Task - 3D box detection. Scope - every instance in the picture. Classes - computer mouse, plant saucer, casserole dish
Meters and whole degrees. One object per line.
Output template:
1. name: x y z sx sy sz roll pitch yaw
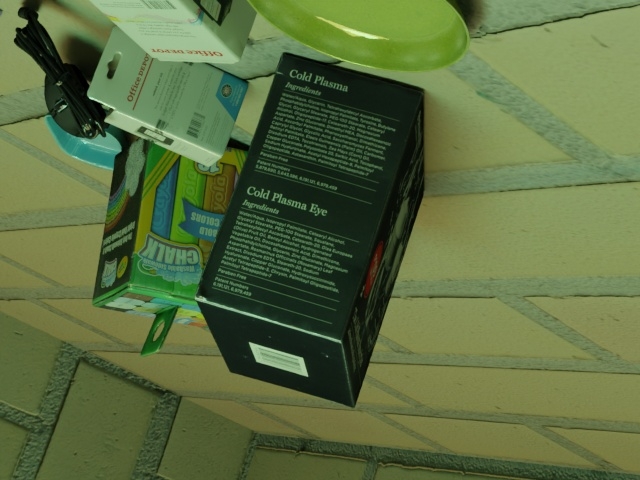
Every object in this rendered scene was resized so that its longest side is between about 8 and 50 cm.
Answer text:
1. computer mouse: -0.334 -0.203 1.897 0.184 0.060 0.262 59 178 -10
2. plant saucer: 0.037 -0.242 1.515 0.240 0.037 0.241 17 163 6
3. casserole dish: -0.329 -0.152 2.183 0.114 0.037 0.188 16 164 8

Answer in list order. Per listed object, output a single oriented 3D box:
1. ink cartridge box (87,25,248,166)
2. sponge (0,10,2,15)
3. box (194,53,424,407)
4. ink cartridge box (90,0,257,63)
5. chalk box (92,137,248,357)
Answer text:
1. ink cartridge box: -0.191 -0.176 1.847 0.180 0.104 0.060 24 164 -15
2. sponge: -0.512 -0.311 1.884 0.210 0.031 0.117 29 160 -29
3. box: 0.000 0.000 1.841 0.178 0.313 0.343 15 164 9
4. ink cartridge box: -0.167 -0.262 1.601 0.127 0.072 0.175 7 160 33
5. chalk box: -0.197 0.019 2.091 0.179 0.289 0.180 11 166 -22
